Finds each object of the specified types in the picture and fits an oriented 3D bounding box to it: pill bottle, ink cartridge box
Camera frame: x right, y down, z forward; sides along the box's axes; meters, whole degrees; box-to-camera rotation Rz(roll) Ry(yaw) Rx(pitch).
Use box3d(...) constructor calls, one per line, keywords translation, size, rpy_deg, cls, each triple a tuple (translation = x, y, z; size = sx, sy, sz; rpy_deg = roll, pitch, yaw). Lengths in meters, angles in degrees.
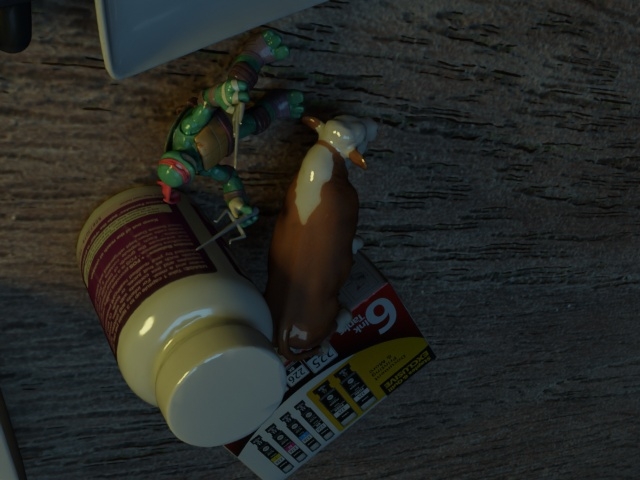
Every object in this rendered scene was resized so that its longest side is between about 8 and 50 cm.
box3d(translation=(-0.154, 0.077, 0.900), size=(0.169, 0.301, 0.169), rpy_deg=(-15, 127, -21), cls="pill bottle")
box3d(translation=(-0.002, 0.194, 1.190), size=(0.309, 0.130, 0.272), rpy_deg=(-38, 134, -3), cls="ink cartridge box")

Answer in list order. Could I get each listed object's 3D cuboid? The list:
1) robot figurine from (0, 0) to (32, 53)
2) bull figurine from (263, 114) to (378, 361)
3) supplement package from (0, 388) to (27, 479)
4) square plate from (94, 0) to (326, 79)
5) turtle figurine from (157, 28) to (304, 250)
box3d(translation=(-0.298, -0.291, 0.653), size=(0.173, 0.209, 0.278), rpy_deg=(10, 122, 5), cls="robot figurine")
box3d(translation=(0.000, 0.000, 0.997), size=(0.188, 0.101, 0.311), rpy_deg=(61, 44, -66), cls="bull figurine")
box3d(translation=(-0.439, 0.220, 0.911), size=(0.177, 0.175, 0.293), rpy_deg=(-15, 127, -21), cls="supplement package")
box3d(translation=(-0.088, -0.362, 0.752), size=(0.344, 0.049, 0.347), rpy_deg=(-32, 136, -36), cls="square plate")
box3d(translation=(-0.103, -0.114, 0.885), size=(0.234, 0.118, 0.175), rpy_deg=(-58, 162, -35), cls="turtle figurine")
